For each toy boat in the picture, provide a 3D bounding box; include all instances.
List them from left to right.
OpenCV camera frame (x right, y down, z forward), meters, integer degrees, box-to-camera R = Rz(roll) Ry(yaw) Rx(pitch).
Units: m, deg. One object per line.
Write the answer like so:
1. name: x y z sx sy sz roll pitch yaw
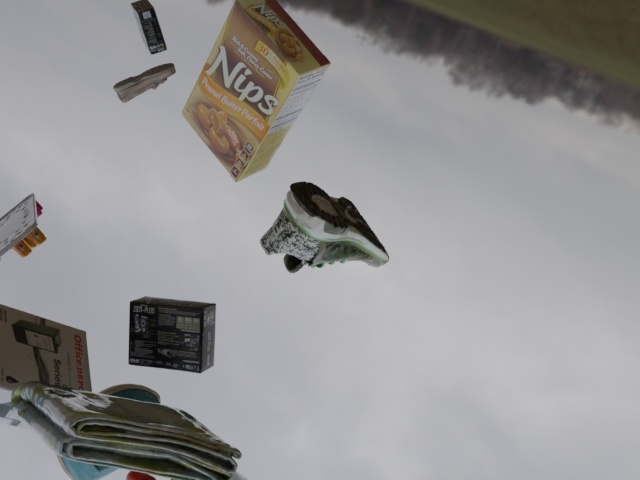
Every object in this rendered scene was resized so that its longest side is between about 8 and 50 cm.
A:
1. toy boat: -0.438 0.480 2.263 0.267 0.318 0.148 -40 -144 -25

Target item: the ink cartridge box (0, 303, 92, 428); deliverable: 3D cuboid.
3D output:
1. ink cartridge box: -0.615 0.255 2.016 0.289 0.121 0.211 25 -143 -40

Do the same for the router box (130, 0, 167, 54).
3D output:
1. router box: -0.360 -0.449 2.090 0.038 0.092 0.122 -20 -153 -9

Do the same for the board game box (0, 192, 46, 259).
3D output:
1. board game box: -0.791 0.063 2.278 0.050 0.390 0.390 51 175 -20

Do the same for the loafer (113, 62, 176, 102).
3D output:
1. loafer: -0.328 -0.298 1.885 0.125 0.039 0.045 -19 -151 6

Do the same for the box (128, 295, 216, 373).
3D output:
1. box: -0.331 0.208 2.223 0.180 0.147 0.077 4 -173 16

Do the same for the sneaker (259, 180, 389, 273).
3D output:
1. sneaker: 0.000 0.000 2.178 0.410 0.182 0.158 26 -151 -56

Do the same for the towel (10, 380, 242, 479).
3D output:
1. towel: -0.343 0.328 1.739 0.321 0.090 0.374 20 173 -28

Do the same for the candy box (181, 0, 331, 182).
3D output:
1. candy box: -0.125 -0.273 1.811 0.087 0.316 0.183 -30 -105 -39

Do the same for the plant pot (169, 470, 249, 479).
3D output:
1. plant pot: -0.227 0.578 2.137 0.165 0.166 0.234 51 174 40
